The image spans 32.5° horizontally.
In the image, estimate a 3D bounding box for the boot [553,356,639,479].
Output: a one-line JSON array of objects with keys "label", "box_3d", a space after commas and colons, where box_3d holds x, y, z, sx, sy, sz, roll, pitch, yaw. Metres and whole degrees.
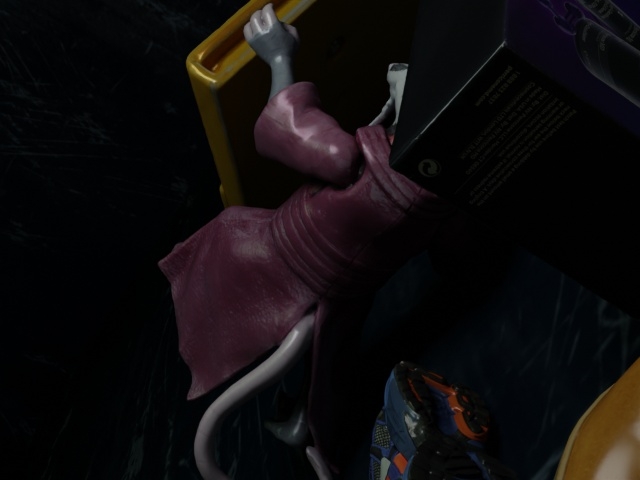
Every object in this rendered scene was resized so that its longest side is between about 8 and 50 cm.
[{"label": "boot", "box_3d": [0.188, 0.033, 0.362, 0.295, 0.104, 0.211, -52, -3, -36]}]

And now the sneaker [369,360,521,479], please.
[{"label": "sneaker", "box_3d": [0.071, 0.161, 0.664, 0.221, 0.083, 0.087, -86, 16, -70]}]

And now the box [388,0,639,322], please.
[{"label": "box", "box_3d": [0.155, -0.103, 0.655, 0.103, 0.184, 0.261, -45, 20, 37]}]

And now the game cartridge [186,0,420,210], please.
[{"label": "game cartridge", "box_3d": [0.003, -0.150, 1.082, 0.285, 0.053, 0.323, -45, -23, -20]}]

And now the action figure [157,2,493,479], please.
[{"label": "action figure", "box_3d": [0.000, 0.000, 0.846, 0.370, 0.248, 0.275, -51, 18, 40]}]
